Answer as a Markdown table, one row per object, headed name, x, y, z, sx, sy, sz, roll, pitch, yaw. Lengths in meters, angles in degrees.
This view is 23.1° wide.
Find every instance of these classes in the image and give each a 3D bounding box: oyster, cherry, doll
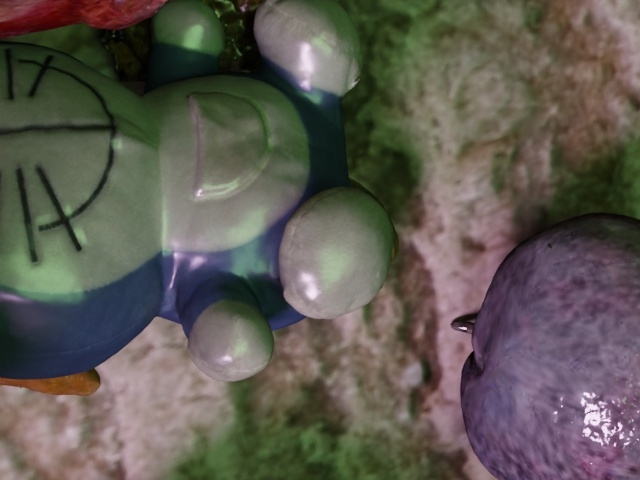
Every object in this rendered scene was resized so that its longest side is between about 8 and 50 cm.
| name | x | y | z | sx | sy | sz | roll | pitch | yaw |
| --- | --- | --- | --- | --- | --- | --- | --- | --- | --- |
| oyster | -0.044 | -0.147 | 0.887 | 0.177 | 0.056 | 0.105 | -6 | 95 | -18 |
| cherry | 0.179 | 0.083 | 0.957 | 0.195 | 0.195 | 0.195 | -5 | 102 | -23 |
| doll | -0.104 | -0.025 | 0.795 | 0.258 | 0.154 | 0.228 | 1 | 59 | -17 |

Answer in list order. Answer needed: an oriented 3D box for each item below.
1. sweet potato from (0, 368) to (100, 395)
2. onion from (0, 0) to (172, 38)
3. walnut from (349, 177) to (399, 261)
| name | x | y | z | sx | sy | sz | roll | pitch | yaw |
| --- | --- | --- | --- | --- | --- | --- | --- | --- | --- |
| sweet potato | -0.209 | 0.039 | 0.849 | 0.202 | 0.058 | 0.055 | 20 | 134 | -22 |
| onion | -0.127 | -0.188 | 0.731 | 0.246 | 0.246 | 0.190 | -22 | 93 | -19 |
| walnut | 0.000 | 0.000 | 0.918 | 0.092 | 0.092 | 0.092 | -5 | 102 | -23 |
